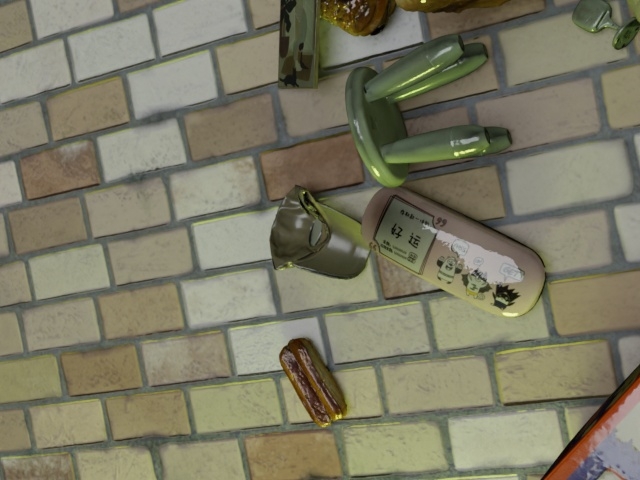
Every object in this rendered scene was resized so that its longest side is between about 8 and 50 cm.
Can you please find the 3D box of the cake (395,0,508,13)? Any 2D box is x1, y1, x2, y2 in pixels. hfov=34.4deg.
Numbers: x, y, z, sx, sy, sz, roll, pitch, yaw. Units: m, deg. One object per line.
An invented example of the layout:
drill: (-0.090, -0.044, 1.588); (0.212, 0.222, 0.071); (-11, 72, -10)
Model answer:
cake: (0.230, -0.485, 1.450); (0.256, 0.282, 0.290); (-12, 91, 48)

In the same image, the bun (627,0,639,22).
bun: (0.553, -0.415, 1.352); (0.360, 0.211, 0.359); (2, 96, 25)

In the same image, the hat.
hat: (0.000, 0.000, 1.759); (0.175, 0.085, 0.147); (23, 95, -1)

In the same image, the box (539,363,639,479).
box: (0.501, 0.332, 1.386); (0.319, 0.349, 0.256); (41, 111, 15)

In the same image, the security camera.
security camera: (0.418, -0.325, 1.525); (0.092, 0.058, 0.058); (45, 113, 28)

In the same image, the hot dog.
hot dog: (-0.015, 0.244, 1.798); (0.071, 0.045, 0.165); (-35, 80, 27)

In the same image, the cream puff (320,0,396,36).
cream puff: (0.055, -0.389, 1.664); (0.133, 0.104, 0.119); (5, 104, 27)

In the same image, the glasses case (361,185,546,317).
glasses case: (0.208, 0.017, 1.645); (0.314, 0.075, 0.122); (28, 104, 21)

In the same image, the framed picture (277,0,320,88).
framed picture: (-0.036, -0.353, 1.717); (0.136, 0.010, 0.200); (17, 107, 61)

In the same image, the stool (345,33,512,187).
stool: (0.162, -0.201, 1.579); (0.199, 0.195, 0.195); (-18, 88, 25)
